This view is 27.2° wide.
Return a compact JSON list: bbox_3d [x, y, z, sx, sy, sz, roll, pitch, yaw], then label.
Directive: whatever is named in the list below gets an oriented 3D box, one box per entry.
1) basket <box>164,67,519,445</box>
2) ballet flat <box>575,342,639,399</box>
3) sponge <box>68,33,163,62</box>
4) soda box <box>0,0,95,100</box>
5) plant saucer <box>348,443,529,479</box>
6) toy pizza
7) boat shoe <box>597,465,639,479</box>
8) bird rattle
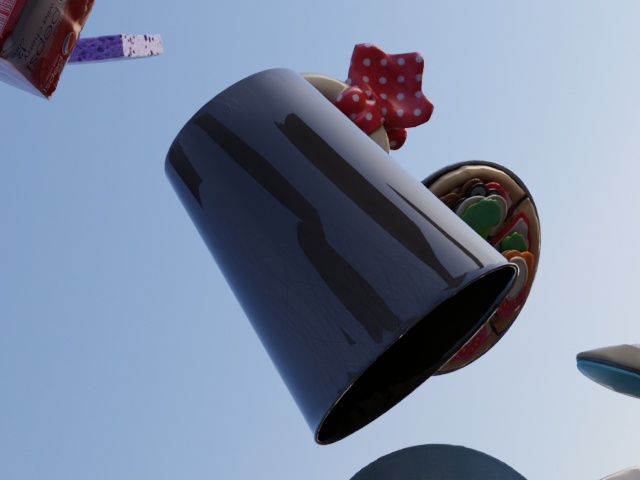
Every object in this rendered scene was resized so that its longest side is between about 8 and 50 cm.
[{"bbox_3d":[0.000,0.000,0.957,0.154,0.227,0.204,-17,-29,-47],"label":"basket"},{"bbox_3d":[0.409,0.158,1.517,0.073,0.232,0.080,-57,-31,-20],"label":"ballet flat"},{"bbox_3d":[-0.271,-0.232,1.604,0.210,0.117,0.031,-53,-42,-80],"label":"sponge"},{"bbox_3d":[-0.267,-0.174,0.772,0.092,0.263,0.083,58,-125,-78],"label":"soda box"},{"bbox_3d":[0.086,0.244,0.940,0.195,0.195,0.037,-45,-9,-24],"label":"plant saucer"},{"bbox_3d":[0.124,0.029,1.157,0.201,0.032,0.201,-14,-65,-32],"label":"toy pizza"},{"bbox_3d":[0.122,0.156,0.538,0.116,0.097,0.324,-44,-21,25],"label":"boat shoe"},{"bbox_3d":[0.023,-0.104,1.402,0.207,0.143,0.254,15,-107,-28],"label":"bird rattle"}]
